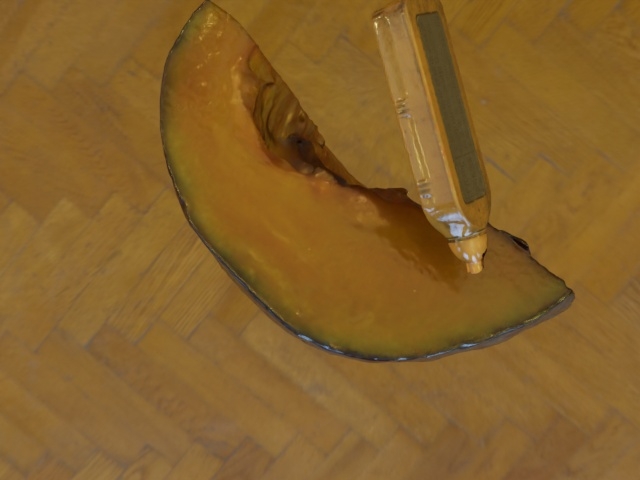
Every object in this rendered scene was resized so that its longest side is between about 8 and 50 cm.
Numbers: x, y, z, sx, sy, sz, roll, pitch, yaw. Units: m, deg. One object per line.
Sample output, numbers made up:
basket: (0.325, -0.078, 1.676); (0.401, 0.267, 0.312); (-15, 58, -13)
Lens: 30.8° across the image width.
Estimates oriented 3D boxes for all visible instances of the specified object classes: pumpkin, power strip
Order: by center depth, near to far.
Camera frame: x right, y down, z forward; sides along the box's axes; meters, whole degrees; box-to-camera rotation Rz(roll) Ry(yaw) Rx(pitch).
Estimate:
power strip: (0.071, -0.065, 0.702); (0.028, 0.049, 0.178); (-13, 96, 34)
pumpkin: (0.000, 0.000, 0.799); (0.312, 0.169, 0.148); (41, 76, 0)
